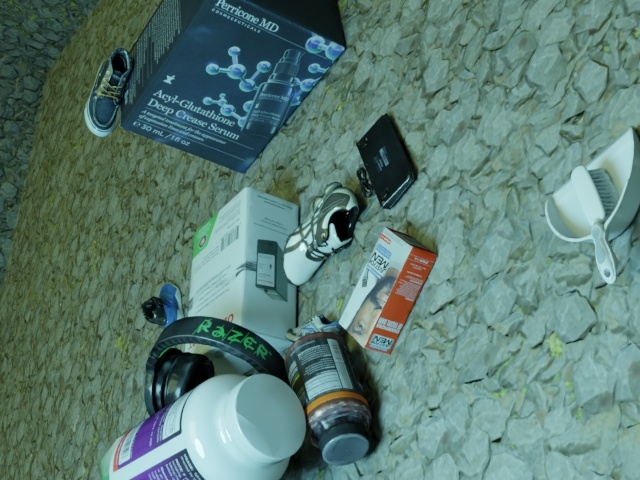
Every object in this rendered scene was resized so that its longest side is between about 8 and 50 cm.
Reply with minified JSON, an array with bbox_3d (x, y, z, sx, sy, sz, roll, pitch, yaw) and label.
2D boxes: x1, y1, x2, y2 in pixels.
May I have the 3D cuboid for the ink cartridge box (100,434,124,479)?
[{"bbox_3d":[-0.389,0.475,2.024,0.225,0.056,0.181,-55,33,29],"label":"ink cartridge box"}]

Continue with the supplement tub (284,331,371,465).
[{"bbox_3d":[0.014,0.237,1.437,0.106,0.106,0.198,-54,34,27],"label":"supplement tub"}]

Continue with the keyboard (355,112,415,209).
[{"bbox_3d":[0.100,-0.122,1.593,0.108,0.023,0.180,-47,36,25],"label":"keyboard"}]

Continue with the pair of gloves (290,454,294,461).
[{"bbox_3d":[-0.070,0.364,1.598,0.083,0.010,0.074,-60,30,12],"label":"pair of gloves"}]

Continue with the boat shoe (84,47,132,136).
[{"bbox_3d":[-0.426,-0.302,1.939,0.083,0.065,0.183,-39,41,48],"label":"boat shoe"}]

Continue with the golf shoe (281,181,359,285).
[{"bbox_3d":[0.000,0.000,1.632,0.198,0.077,0.094,-63,30,15],"label":"golf shoe"}]

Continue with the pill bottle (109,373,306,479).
[{"bbox_3d":[-0.167,0.314,1.440,0.323,0.181,0.182,-35,45,40],"label":"pill bottle"}]

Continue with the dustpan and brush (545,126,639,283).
[{"bbox_3d":[0.324,-0.028,1.120,0.147,0.060,0.211,-46,37,36],"label":"dustpan and brush"}]

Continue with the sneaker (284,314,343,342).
[{"bbox_3d":[-0.005,0.152,1.587,0.135,0.052,0.058,1,64,52],"label":"sneaker"}]

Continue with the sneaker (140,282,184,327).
[{"bbox_3d":[-0.355,0.137,2.135,0.058,0.084,0.152,-56,32,24],"label":"sneaker"}]

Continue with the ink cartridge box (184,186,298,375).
[{"bbox_3d":[-0.146,0.083,1.778,0.211,0.121,0.289,-35,45,46],"label":"ink cartridge box"}]

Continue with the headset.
[{"bbox_3d":[-0.177,0.258,1.652,0.185,0.243,0.394,-65,-1,-46],"label":"headset"}]

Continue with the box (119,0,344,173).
[{"bbox_3d":[-0.187,-0.370,1.946,0.395,0.293,0.212,-47,37,36],"label":"box"}]

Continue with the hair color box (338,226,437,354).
[{"bbox_3d":[0.099,0.074,1.445,0.093,0.053,0.167,39,108,58],"label":"hair color box"}]
